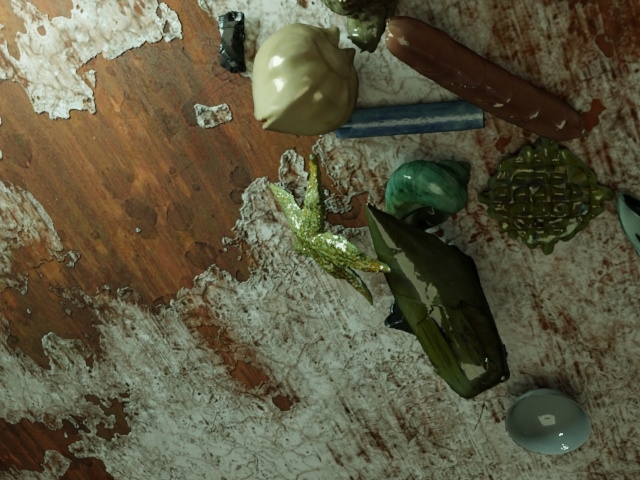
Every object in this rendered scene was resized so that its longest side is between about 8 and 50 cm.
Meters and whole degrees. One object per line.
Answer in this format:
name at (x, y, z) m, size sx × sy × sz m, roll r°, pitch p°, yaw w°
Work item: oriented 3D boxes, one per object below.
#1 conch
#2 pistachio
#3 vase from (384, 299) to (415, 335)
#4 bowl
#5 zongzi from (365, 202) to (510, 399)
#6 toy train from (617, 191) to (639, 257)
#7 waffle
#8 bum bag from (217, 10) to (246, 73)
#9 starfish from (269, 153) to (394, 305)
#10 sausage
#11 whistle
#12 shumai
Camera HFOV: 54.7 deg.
conch at (0.213, -0.090, 1.237) m, size 0.188 × 0.121 × 0.176 m, roll -18°, pitch 133°, yaw 27°
pistachio at (-0.036, -0.276, 1.106) m, size 0.214 × 0.318 × 0.193 m, roll -44°, pitch 105°, yaw -7°
vase at (0.273, 0.212, 1.407) m, size 0.238 × 0.115 × 0.115 m, roll 34°, pitch 122°, yaw -9°
bowl at (0.528, 0.405, 1.449) m, size 0.189 × 0.086 × 0.188 m, roll 7°, pitch 119°, yaw 13°
zongzi at (0.211, 0.113, 1.161) m, size 0.160 × 0.322 × 0.360 m, roll -31°, pitch 141°, yaw 19°
toy train at (0.713, 0.047, 1.194) m, size 0.407 × 0.086 × 0.088 m, roll 33°, pitch 128°, yaw -4°
waffle at (0.433, -0.082, 1.215) m, size 0.223 × 0.054 × 0.204 m, roll 39°, pitch 122°, yaw -9°
bum bag at (-0.175, -0.390, 1.223) m, size 0.058 × 0.034 × 0.124 m, roll 6°, pitch 121°, yaw 2°
starfish at (-0.003, 0.002, 1.263) m, size 0.347 × 0.078 × 0.358 m, roll 51°, pitch 156°, yaw 5°
sausage at (0.293, -0.273, 1.085) m, size 0.434 × 0.087 × 0.087 m, roll 23°, pitch 124°, yaw -16°
whistle at (0.163, -0.235, 1.201) m, size 0.305 × 0.062 × 0.062 m, roll -2°, pitch 118°, yaw 17°
shumai at (0.069, -0.424, 1.064) m, size 0.166 × 0.206 × 0.175 m, roll 54°, pitch 156°, yaw 22°
